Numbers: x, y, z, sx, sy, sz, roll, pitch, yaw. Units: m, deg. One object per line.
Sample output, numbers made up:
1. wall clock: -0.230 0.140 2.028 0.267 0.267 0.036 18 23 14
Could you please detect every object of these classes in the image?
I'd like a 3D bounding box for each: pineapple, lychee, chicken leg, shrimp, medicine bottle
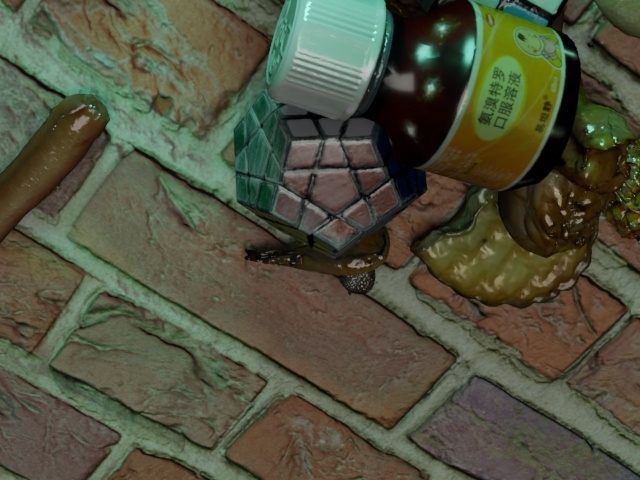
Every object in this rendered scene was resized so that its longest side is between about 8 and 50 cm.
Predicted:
1. pineapple: 0.554 -0.109 1.494 0.164 0.140 0.249 29 114 -13
2. lychee: 0.067 0.063 1.595 0.067 0.068 0.083 -11 120 -44
3. chicken leg: 0.385 -0.180 1.345 0.182 0.295 0.409 2 86 -10
4. shrimp: -0.002 0.009 1.574 0.262 0.117 0.066 4 150 14
5. medicine bottle: 0.129 -0.209 1.169 0.395 0.242 0.242 9 115 -13

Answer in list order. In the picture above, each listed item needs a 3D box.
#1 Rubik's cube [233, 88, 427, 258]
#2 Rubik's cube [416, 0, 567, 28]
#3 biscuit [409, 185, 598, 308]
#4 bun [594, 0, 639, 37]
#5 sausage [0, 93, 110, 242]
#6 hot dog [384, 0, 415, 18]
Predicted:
1. Rubik's cube: 0.016 -0.128 1.388 0.264 0.319 0.319 -8 119 31
2. Rubik's cube: 0.264 -0.389 1.322 0.183 0.180 0.167 23 111 -11
3. biscuit: 0.327 -0.019 1.562 0.335 0.078 0.329 -3 118 -1
4. bun: 0.528 -0.459 1.208 0.364 0.202 0.364 -4 98 -32
5. sausage: -0.509 -0.095 1.480 0.419 0.094 0.094 -42 140 16
6. hot dog: 0.122 -0.361 1.414 0.137 0.028 0.044 39 101 -17
